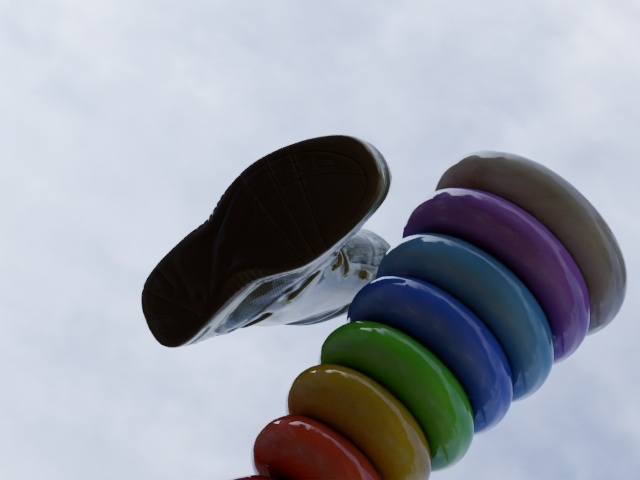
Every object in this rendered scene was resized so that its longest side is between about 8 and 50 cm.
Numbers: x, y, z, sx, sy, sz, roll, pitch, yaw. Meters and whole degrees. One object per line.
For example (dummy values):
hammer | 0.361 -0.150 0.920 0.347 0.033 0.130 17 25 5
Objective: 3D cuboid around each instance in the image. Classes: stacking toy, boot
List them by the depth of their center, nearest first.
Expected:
stacking toy | 0.034 0.095 0.903 0.141 0.141 0.330 34 -119 22
boot | 0.000 0.000 1.043 0.213 0.165 0.077 -38 -112 33
